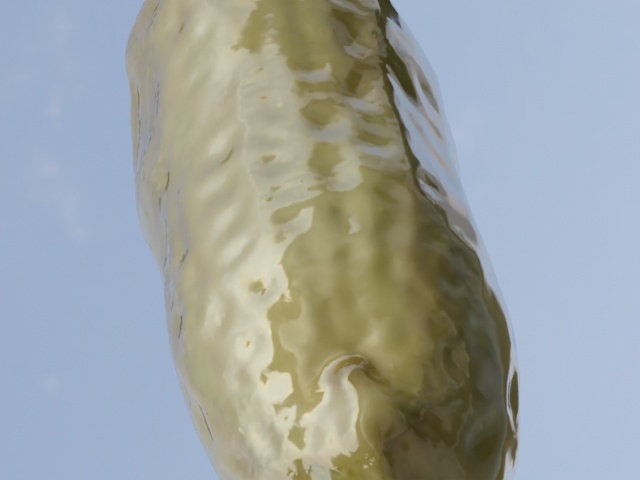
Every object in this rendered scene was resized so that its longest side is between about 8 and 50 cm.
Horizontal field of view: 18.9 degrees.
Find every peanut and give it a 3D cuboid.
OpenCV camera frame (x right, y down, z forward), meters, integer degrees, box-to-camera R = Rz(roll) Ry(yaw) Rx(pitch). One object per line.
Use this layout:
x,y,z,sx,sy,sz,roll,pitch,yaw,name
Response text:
0.000,0.000,0.747,0.147,0.147,0.319,36,-157,-39,peanut
